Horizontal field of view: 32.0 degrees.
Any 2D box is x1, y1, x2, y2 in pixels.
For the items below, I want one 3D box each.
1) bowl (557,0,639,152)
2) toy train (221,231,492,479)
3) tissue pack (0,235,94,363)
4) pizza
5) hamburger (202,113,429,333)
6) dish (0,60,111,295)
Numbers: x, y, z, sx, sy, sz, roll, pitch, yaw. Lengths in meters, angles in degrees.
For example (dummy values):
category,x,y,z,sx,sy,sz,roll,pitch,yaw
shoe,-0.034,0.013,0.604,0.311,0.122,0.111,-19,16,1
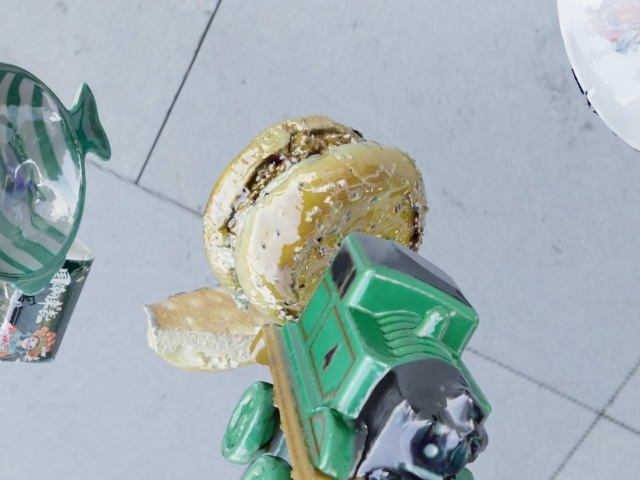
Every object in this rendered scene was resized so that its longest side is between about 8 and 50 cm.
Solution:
category,x,y,z,sx,sy,sz,roll,pitch,yaw
bowl,0.463,-0.283,1.385,0.157,0.345,0.345,-15,118,51
toy train,0.023,0.078,0.517,0.091,0.227,0.136,25,100,-14
tissue pack,-0.374,0.070,1.443,0.103,0.090,0.170,4,118,-42
pizza,-0.144,0.119,1.449,0.188,0.204,0.080,6,108,-20
hamburger,0.000,0.000,0.863,0.113,0.177,0.185,34,104,34
dish,-0.297,-0.065,1.023,0.078,0.246,0.224,-4,113,28
